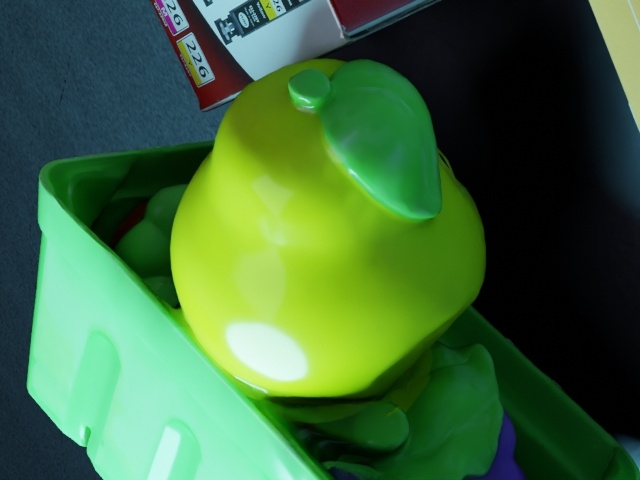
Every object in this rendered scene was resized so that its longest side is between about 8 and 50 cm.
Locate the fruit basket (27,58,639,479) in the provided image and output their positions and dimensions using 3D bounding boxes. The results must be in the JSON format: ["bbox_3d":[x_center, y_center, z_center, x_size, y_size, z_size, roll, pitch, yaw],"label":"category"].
[{"bbox_3d":[0.010,0.038,1.120,0.392,0.283,0.392,8,103,40],"label":"fruit basket"}]

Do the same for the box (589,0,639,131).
[{"bbox_3d":[0.233,-0.171,0.625,0.345,0.168,0.215,-5,112,61],"label":"box"}]

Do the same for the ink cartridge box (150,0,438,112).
[{"bbox_3d":[-0.033,-0.258,1.055,0.309,0.130,0.272,64,153,-5],"label":"ink cartridge box"}]

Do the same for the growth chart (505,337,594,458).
[{"bbox_3d":[0.098,0.124,1.299,0.237,0.021,0.172,41,138,39],"label":"growth chart"}]
